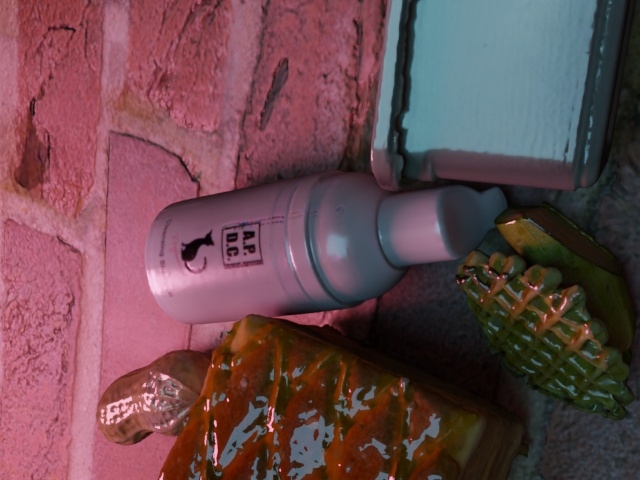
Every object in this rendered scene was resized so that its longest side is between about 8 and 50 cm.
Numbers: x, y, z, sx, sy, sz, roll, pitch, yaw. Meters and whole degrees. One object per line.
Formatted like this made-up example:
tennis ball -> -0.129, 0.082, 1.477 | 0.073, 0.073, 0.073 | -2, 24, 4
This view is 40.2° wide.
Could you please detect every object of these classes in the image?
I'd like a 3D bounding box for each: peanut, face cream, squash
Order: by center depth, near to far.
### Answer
squash -> 0.244, 0.045, 0.796 | 0.075, 0.090, 0.200 | -35, 97, 3
face cream -> 0.000, 0.000, 0.891 | 0.369, 0.145, 0.145 | -10, 97, 34
peanut -> -0.211, 0.204, 1.114 | 0.214, 0.090, 0.099 | -25, 99, 37

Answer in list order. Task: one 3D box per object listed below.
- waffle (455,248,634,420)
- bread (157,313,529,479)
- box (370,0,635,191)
waffle -> 0.201, 0.084, 0.791 | 0.169, 0.036, 0.183 | 20, 147, 51
bread -> 0.015, 0.237, 0.862 | 0.279, 0.207, 0.279 | 25, 93, 29
box -> 0.164, -0.189, 0.731 | 0.182, 0.175, 0.312 | 12, 109, 21
